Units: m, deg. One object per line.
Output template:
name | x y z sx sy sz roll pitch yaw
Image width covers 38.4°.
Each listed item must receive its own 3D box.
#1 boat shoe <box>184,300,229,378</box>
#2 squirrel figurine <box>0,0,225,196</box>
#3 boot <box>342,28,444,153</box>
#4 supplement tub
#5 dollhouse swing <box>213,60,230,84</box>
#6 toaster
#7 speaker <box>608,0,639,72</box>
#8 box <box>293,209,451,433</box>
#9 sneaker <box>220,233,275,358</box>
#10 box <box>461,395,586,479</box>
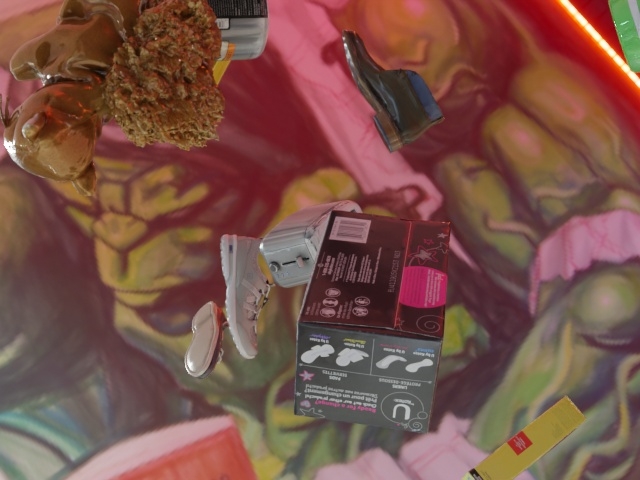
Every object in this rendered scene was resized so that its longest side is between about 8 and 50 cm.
boat shoe | -0.187 0.181 1.604 0.075 0.065 0.206 -38 23 14
squirrel figurine | -0.360 -0.268 1.566 0.281 0.396 0.371 66 -143 -49
boot | 0.116 -0.262 1.515 0.106 0.219 0.082 -24 -3 1
supplement tub | -0.279 -0.464 1.897 0.315 0.194 0.193 -6 -23 -18
dollhouse swing | -0.366 -0.518 2.192 0.315 0.346 0.305 -60 9 7
toaster | 0.000 0.000 1.848 0.146 0.129 0.227 -10 18 44
speaker | 0.531 -0.316 1.175 0.296 0.131 0.131 -18 -3 23
box | 0.065 0.089 1.095 0.247 0.163 0.142 -73 -12 -58
sneaker | -0.154 0.123 2.038 0.115 0.282 0.105 -6 6 -6
box | 0.363 0.374 1.643 0.232 0.058 0.087 -33 -20 -13
